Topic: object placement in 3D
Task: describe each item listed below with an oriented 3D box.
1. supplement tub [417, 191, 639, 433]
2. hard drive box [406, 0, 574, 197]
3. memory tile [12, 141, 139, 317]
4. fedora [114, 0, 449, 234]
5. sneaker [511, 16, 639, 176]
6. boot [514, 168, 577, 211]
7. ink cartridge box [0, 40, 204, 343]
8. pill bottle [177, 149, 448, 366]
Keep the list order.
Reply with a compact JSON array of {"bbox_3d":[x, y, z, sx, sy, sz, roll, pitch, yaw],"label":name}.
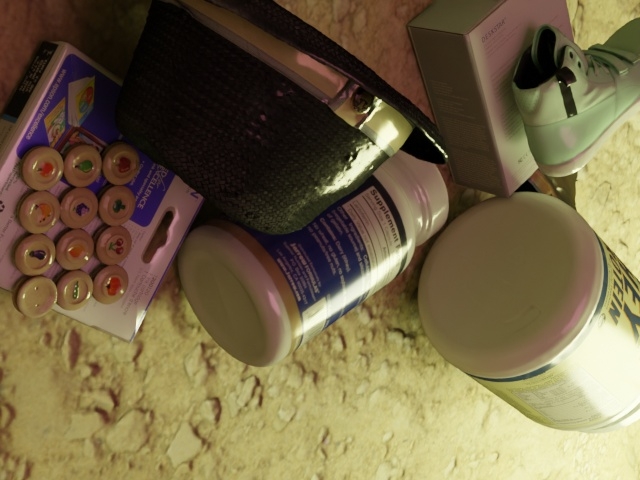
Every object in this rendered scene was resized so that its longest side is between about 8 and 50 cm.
[{"bbox_3d":[0.295,0.106,1.336,0.325,0.235,0.235,36,79,-46],"label":"supplement tub"},{"bbox_3d":[0.219,-0.199,1.250,0.181,0.089,0.232,-42,131,-26],"label":"hard drive box"},{"bbox_3d":[-0.206,-0.010,0.889,0.113,0.012,0.148,-6,111,-43],"label":"memory tile"},{"bbox_3d":[-0.058,-0.102,0.874,0.334,0.334,0.152,30,93,-46],"label":"fedora"},{"bbox_3d":[0.318,-0.211,1.212,0.256,0.094,0.151,-49,130,-21],"label":"sneaker"},{"bbox_3d":[0.330,-0.073,1.415,0.106,0.082,0.219,-55,133,-10],"label":"boot"},{"bbox_3d":[-0.204,-0.036,0.923,0.208,0.045,0.206,34,80,-45],"label":"ink cartridge box"},{"bbox_3d":[0.000,0.000,1.062,0.265,0.153,0.153,-33,126,-33],"label":"pill bottle"}]
